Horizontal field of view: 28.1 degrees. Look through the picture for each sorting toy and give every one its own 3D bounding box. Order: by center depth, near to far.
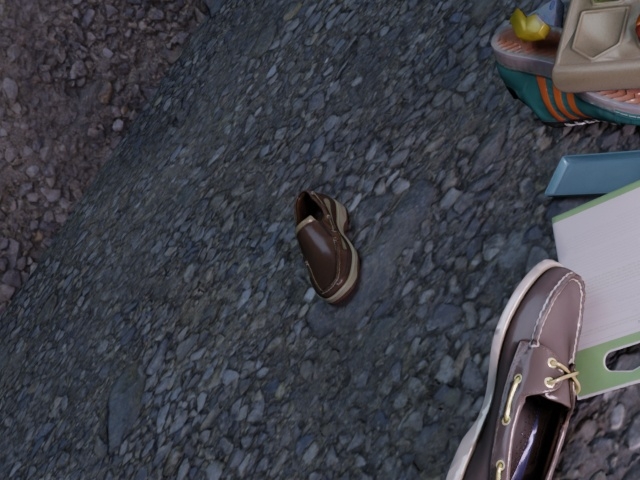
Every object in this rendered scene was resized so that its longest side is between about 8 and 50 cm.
[{"bbox_3d":[0.370,-0.306,1.671,0.307,0.041,0.229,2,72,43],"label":"sorting toy"}]

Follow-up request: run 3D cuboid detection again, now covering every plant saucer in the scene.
[{"bbox_3d":[0.375,-0.085,1.680,0.192,0.018,0.067,0,57,59],"label":"plant saucer"}]

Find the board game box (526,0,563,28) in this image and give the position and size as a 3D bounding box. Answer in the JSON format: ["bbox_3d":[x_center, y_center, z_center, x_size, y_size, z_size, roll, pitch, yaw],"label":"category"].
[{"bbox_3d":[0.342,-0.331,2.023,0.090,0.020,0.090,-29,35,41],"label":"board game box"}]

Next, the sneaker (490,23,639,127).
[{"bbox_3d":[0.365,-0.209,1.769,0.108,0.121,0.302,-38,41,-17],"label":"sneaker"}]

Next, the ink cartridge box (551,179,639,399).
[{"bbox_3d":[0.364,0.056,1.493,0.171,0.056,0.235,-26,62,44],"label":"ink cartridge box"}]

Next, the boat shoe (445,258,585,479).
[{"bbox_3d":[0.243,0.181,1.455,0.096,0.116,0.324,11,76,50],"label":"boat shoe"}]

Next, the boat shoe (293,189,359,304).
[{"bbox_3d":[-0.006,0.005,2.099,0.095,0.095,0.257,-44,28,18],"label":"boat shoe"}]
